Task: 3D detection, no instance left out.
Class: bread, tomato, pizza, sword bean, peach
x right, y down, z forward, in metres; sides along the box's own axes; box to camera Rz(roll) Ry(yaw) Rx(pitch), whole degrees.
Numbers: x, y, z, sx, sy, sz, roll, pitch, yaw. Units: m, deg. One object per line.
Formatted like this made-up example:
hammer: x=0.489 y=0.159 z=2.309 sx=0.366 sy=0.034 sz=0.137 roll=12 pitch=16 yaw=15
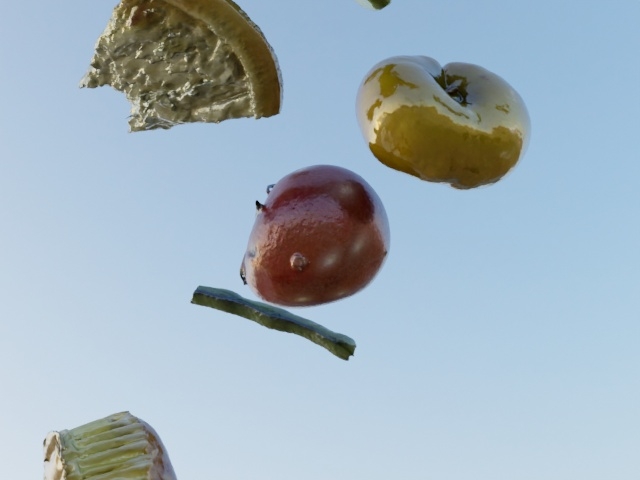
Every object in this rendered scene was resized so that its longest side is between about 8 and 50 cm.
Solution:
bread: x=-0.170 y=0.244 z=0.663 sx=0.114 sy=0.190 sz=0.132 roll=-11 pitch=-29 yaw=-31
tomato: x=0.000 y=0.000 z=0.842 sx=0.167 sy=0.167 sz=0.167 roll=-8 pitch=-34 yaw=-6
pizza: x=-0.164 y=-0.181 z=0.804 sx=0.262 sy=0.034 sz=0.181 roll=-10 pitch=-55 yaw=35
sword bean: x=-0.071 y=0.119 z=1.172 sx=0.269 sy=0.043 sz=0.038 roll=19 pitch=-26 yaw=14
peach: x=0.121 y=-0.122 z=0.783 sx=0.179 sy=0.179 sz=0.103 roll=3 pitch=-54 yaw=-22

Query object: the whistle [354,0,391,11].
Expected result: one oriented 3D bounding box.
whistle: x=-0.036 y=-0.324 z=0.751 sx=0.288 sy=0.131 sz=0.106 roll=33 pitch=-92 yaw=-28
